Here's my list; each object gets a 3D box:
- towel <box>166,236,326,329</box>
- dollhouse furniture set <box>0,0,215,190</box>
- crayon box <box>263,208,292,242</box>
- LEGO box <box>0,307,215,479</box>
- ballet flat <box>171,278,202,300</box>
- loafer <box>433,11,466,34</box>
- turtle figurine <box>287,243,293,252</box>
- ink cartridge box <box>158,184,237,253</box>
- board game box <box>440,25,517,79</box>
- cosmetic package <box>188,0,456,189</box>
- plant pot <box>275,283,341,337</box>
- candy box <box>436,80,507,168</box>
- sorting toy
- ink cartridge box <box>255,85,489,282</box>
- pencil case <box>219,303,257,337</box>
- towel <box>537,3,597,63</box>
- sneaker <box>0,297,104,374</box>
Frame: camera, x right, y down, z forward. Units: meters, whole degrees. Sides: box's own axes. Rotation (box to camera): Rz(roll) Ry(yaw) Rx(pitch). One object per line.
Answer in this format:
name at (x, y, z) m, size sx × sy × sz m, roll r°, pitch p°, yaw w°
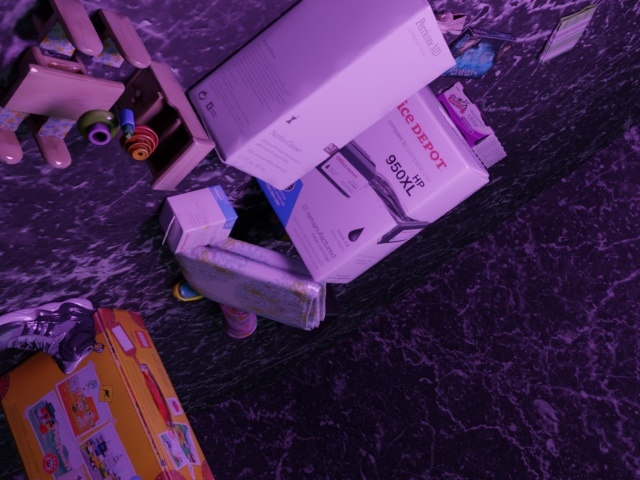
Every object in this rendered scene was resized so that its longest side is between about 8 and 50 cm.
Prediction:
towel at (-0.164, 0.091, 1.595) m, size 0.320 × 0.375 × 0.090 m, roll 96°, pitch 12°, yaw -66°
dollhouse furniture set at (-0.287, -0.167, 0.889) m, size 0.212 × 0.161 × 0.242 m, roll -39°, pitch 160°, yaw 28°
crayon box at (0.013, -0.102, 1.681) m, size 0.278 × 0.081 × 0.165 m, roll -37°, pitch 162°, yaw 20°
LEGO box at (-0.558, 0.483, 1.700) m, size 0.373 × 0.500 × 0.193 m, roll -33°, pitch 162°, yaw 11°
ballet flat at (-0.303, 0.116, 1.826) m, size 0.231 × 0.077 × 0.077 m, roll -13°, pitch 177°, yaw -37°
loafer at (0.236, -0.415, 1.253) m, size 0.125 × 0.045 × 0.039 m, roll -17°, pitch 142°, yaw -53°
turtle figurine at (0.000, 0.000, 1.903) m, size 0.234 × 0.118 × 0.175 m, roll -24°, pitch 124°, yaw 29°
ink cartridge box at (-0.264, -0.043, 1.388) m, size 0.143 × 0.089 × 0.092 m, roll -17°, pitch 158°, yaw -33°
board game box at (0.333, -0.404, 1.451) m, size 0.186 × 0.026 × 0.126 m, roll -12°, pitch 156°, yaw -45°
cosmetic package at (0.008, -0.268, 1.093) m, size 0.385 × 0.156 × 0.217 m, roll -34°, pitch 160°, yaw 16°
plant pot at (-0.069, 0.218, 2.308) m, size 0.167 × 0.188 × 0.187 m, roll 3°, pitch 146°, yaw -38°
candy box at (0.378, -0.280, 1.648) m, size 0.071 × 0.159 × 0.233 m, roll -34°, pitch 163°, yaw 15°
sorting toy at (-0.251, -0.130, 0.839) m, size 0.102 × 0.042 × 0.061 m, roll 12°, pitch 136°, yaw -33°
ink cartridge box at (0.102, -0.133, 1.400) m, size 0.395 × 0.285 × 0.166 m, roll -38°, pitch 161°, yaw 21°
pencil case at (-0.253, 0.218, 2.086) m, size 0.124 × 0.124 × 0.284 m, roll -25°, pitch 161°, yaw -16°
towel at (0.596, -0.502, 1.617) m, size 0.113 × 0.023 × 0.152 m, roll -28°, pitch 160°, yaw -14°
sneaker at (-0.614, 0.228, 1.475) m, size 0.269 × 0.153 × 0.101 m, roll -15°, pitch 157°, yaw -39°
